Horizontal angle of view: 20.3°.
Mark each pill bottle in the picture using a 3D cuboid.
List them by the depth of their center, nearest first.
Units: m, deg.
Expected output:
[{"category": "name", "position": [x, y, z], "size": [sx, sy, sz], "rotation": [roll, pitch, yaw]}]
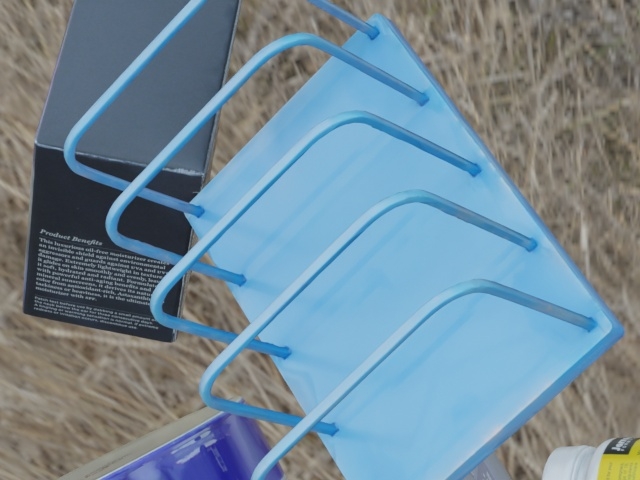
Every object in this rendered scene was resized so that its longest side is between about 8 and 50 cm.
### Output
[{"category": "pill bottle", "position": [0.326, 0.248, 1.712], "size": [0.208, 0.119, 0.119], "rotation": [-4, 71, 31]}]

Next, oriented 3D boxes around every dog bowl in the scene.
[{"category": "dog bowl", "position": [-0.157, 0.231, 1.469], "size": [0.265, 0.265, 0.104], "rotation": [-27, 90, 0]}]

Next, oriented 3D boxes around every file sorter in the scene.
[{"category": "file sorter", "position": [0.000, 0.000, 0.647], "size": [0.118, 0.104, 0.170], "rotation": [-44, 57, 17]}]

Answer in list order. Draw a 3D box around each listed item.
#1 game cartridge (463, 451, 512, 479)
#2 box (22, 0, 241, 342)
[{"category": "game cartridge", "position": [0.124, 0.260, 1.130], "size": [0.068, 0.230, 0.355], "rotation": [-28, 104, 12]}, {"category": "box", "position": [-0.201, -0.104, 1.902], "size": [0.182, 0.294, 0.296], "rotation": [11, 51, -4]}]
